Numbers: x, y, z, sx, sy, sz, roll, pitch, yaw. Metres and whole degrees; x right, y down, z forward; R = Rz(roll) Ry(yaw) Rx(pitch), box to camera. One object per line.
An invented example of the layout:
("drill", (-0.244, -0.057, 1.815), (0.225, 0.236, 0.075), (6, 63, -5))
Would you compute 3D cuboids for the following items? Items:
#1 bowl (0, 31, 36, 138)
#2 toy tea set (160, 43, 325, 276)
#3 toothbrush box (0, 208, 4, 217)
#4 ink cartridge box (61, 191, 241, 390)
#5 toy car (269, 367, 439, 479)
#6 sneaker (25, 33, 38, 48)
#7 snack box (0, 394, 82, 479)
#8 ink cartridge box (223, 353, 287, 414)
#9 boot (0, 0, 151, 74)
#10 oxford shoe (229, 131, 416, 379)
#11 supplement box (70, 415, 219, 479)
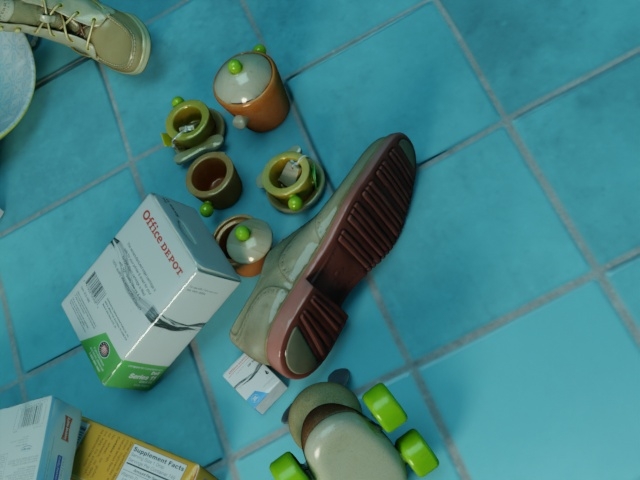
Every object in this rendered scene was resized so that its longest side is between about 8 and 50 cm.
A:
("bowl", (-0.609, -0.249, 1.674), (0.156, 0.289, 0.289), (-29, 42, 59))
("toy tea set", (-0.112, -0.117, 1.439), (0.200, 0.124, 0.336), (-28, 56, 6))
("toothbrush box", (-0.645, 0.019, 1.586), (0.206, 0.122, 0.283), (20, 71, 29))
("ink cartridge box", (-0.219, 0.066, 1.369), (0.208, 0.087, 0.153), (-48, 54, 18))
("toy car", (0.017, 0.222, 1.229), (0.155, 0.149, 0.188), (-36, 27, -3))
("sneaker", (-0.552, -0.349, 1.773), (0.162, 0.073, 0.063), (-8, 61, 19))
("snack box", (-0.442, 0.315, 1.301), (0.322, 0.060, 0.187), (-18, 51, 27))
("ink cartridge box", (-0.087, 0.171, 1.331), (0.048, 0.028, 0.083), (-46, 56, -7))
("boot", (-0.397, -0.332, 1.616), (0.262, 0.203, 0.095), (38, 114, 36))
("oxford shoe", (0.000, 0.000, 1.335), (0.130, 0.123, 0.348), (16, 64, 39))
("supplement box", (-0.238, 0.282, 1.305), (0.233, 0.078, 0.080), (17, 68, 28))
